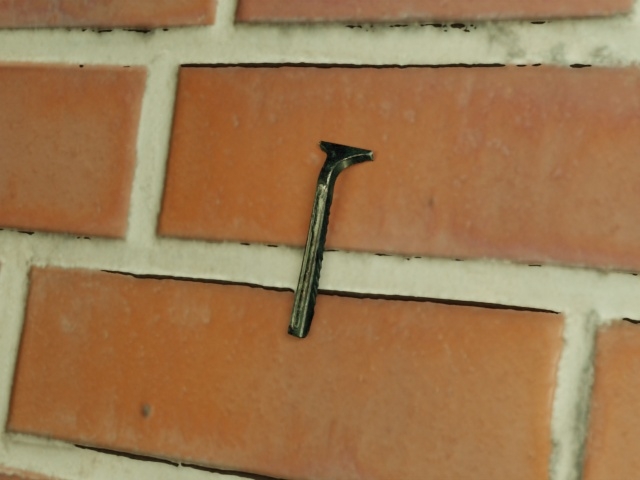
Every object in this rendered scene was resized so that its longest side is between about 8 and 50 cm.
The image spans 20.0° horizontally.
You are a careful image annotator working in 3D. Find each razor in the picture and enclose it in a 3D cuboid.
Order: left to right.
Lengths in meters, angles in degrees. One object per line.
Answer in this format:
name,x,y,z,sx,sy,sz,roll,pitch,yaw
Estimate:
razor,-0.004,-0.001,1.734,0.066,0.033,0.190,15,92,38
